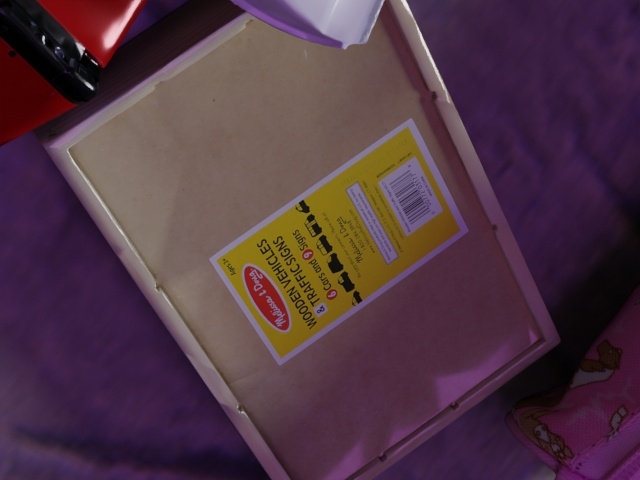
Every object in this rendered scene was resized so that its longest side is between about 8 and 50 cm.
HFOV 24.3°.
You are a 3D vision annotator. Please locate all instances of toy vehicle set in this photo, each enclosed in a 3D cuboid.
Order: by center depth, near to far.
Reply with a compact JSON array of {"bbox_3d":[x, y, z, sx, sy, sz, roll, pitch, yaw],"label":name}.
[{"bbox_3d":[0.000,0.000,0.699,0.166,0.035,0.266,-34,127,-7],"label":"toy vehicle set"}]

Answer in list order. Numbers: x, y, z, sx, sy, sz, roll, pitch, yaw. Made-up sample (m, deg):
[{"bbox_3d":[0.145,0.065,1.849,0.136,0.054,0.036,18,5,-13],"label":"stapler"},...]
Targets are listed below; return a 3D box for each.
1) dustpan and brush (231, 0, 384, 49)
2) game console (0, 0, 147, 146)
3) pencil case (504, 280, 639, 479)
[{"bbox_3d":[-0.049,-0.180,0.565,0.211,0.060,0.147,25,86,-39],"label":"dustpan and brush"},{"bbox_3d":[-0.145,-0.117,0.573,0.124,0.085,0.144,-24,131,25],"label":"game console"},{"bbox_3d":[0.264,0.001,0.763,0.167,0.160,0.386,33,99,-31],"label":"pencil case"}]
